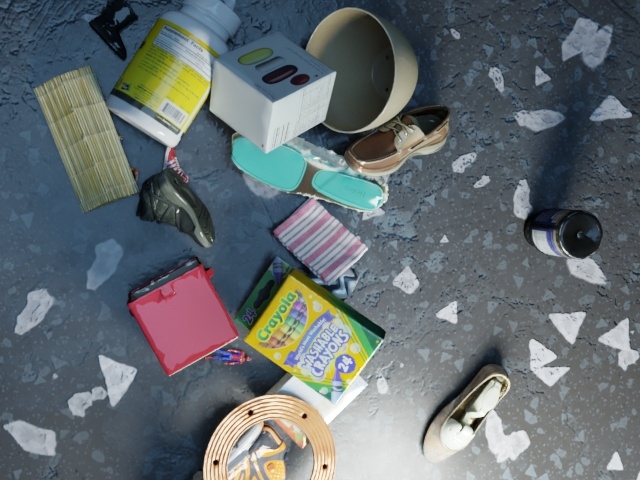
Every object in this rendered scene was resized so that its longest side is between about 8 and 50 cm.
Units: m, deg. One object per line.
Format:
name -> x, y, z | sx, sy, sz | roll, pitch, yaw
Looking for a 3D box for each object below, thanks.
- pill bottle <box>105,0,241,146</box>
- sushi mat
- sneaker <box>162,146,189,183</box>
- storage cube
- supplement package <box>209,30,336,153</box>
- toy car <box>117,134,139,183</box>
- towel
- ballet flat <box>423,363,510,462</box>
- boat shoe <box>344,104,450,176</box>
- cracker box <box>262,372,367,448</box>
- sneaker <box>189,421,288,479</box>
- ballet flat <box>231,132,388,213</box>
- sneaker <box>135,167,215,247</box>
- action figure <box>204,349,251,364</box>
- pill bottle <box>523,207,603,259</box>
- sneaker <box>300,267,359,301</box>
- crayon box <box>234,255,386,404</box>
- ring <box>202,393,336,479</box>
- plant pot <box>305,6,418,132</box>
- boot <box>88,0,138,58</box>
pill bottle -> -0.327, -0.398, 1.818 | 0.188, 0.188, 0.334 | 33, 86, -12
sushi mat -> -0.543, -0.234, 1.846 | 0.151, 0.019, 0.316 | -18, 98, 12
sneaker -> -0.344, -0.175, 1.903 | 0.067, 0.042, 0.118 | 7, 100, -8
storage cube -> -0.321, 0.171, 1.861 | 0.215, 0.184, 0.193 | -28, 100, -9
supplement package -> -0.111, -0.342, 1.812 | 0.194, 0.149, 0.203 | 38, 51, 21
toy car -> -0.452, -0.193, 1.876 | 0.040, 0.060, 0.122 | -22, 109, -52
towel -> 0.000, 0.000, 1.948 | 0.197, 0.029, 0.144 | 43, 70, 11
ballet flat -> 0.383, 0.455, 2.069 | 0.107, 0.106, 0.316 | 37, 86, -12
boat shoe -> 0.190, -0.256, 1.919 | 0.324, 0.116, 0.123 | -28, 64, -34
cracker box -> -0.019, 0.383, 1.999 | 0.232, 0.067, 0.155 | -43, 101, -5
sneaker -> -0.203, 0.605, 1.946 | 0.321, 0.124, 0.180 | -45, 100, -6
ballet flat -> -0.028, -0.179, 1.933 | 0.409, 0.147, 0.147 | 21, 89, -14
sneaker -> -0.349, -0.063, 1.895 | 0.130, 0.087, 0.227 | -20, 127, 23
action figure -> -0.228, 0.288, 1.969 | 0.115, 0.030, 0.038 | 8, 87, -14
pill bottle -> 0.609, -0.021, 2.026 | 0.123, 0.219, 0.122 | -1, 95, -12
sneaker -> -0.021, 0.146, 1.975 | 0.153, 0.094, 0.235 | 30, 100, 0
crayon box -> -0.034, 0.214, 1.897 | 0.323, 0.083, 0.203 | 35, 102, 2
ring -> -0.121, 0.538, 1.913 | 0.337, 0.032, 0.336 | 1, 88, -22
plant pot -> 0.123, -0.400, 1.896 | 0.191, 0.284, 0.284 | -9, 97, -47
boot -> -0.469, -0.499, 1.856 | 0.099, 0.045, 0.121 | -43, 100, -9
